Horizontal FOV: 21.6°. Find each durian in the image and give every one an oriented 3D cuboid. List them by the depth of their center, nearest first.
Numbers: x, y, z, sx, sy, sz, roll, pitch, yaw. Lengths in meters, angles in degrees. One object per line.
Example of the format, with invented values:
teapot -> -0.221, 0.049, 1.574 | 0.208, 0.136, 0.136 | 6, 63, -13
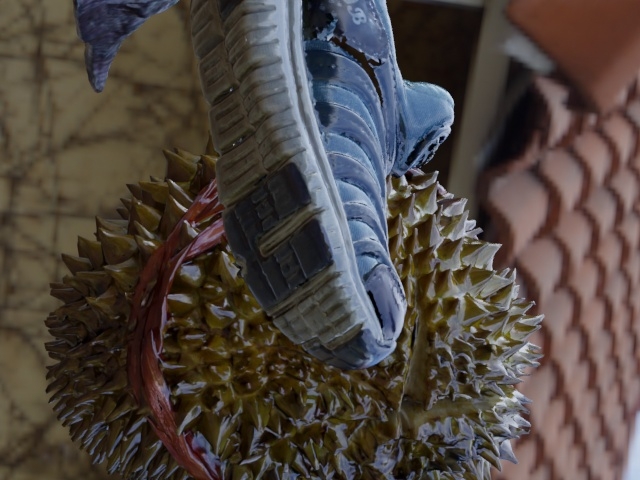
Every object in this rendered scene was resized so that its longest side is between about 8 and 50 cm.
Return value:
durian -> -0.025, 0.087, 1.191 | 0.384, 0.347, 0.348 | -18, -118, 32

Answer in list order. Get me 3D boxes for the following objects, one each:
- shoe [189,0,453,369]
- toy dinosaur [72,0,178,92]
shoe -> 0.010, -0.048, 0.721 | 0.091, 0.106, 0.207 | 147, -63, -63
toy dinosaur -> -0.090, -0.197, 0.926 | 0.162, 0.077, 0.294 | -47, 154, -27
